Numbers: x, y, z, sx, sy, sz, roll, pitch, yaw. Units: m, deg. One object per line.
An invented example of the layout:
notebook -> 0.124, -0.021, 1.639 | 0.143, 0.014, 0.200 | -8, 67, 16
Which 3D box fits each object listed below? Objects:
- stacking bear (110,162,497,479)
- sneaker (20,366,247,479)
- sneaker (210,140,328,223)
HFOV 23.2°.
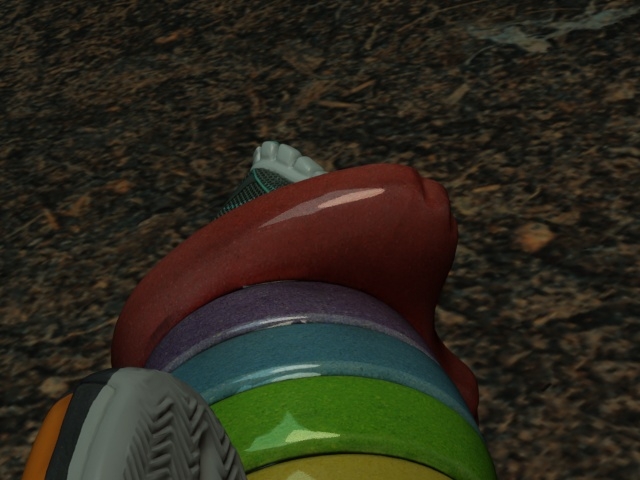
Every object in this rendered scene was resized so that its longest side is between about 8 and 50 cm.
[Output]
stacking bear -> 0.007, 0.131, 0.588 | 0.164, 0.175, 0.289 | -12, 38, -1
sneaker -> -0.118, 0.193, 0.448 | 0.180, 0.124, 0.321 | -4, 68, 26
sneaker -> 0.000, 0.000, 0.900 | 0.076, 0.065, 0.166 | -47, 38, -18
